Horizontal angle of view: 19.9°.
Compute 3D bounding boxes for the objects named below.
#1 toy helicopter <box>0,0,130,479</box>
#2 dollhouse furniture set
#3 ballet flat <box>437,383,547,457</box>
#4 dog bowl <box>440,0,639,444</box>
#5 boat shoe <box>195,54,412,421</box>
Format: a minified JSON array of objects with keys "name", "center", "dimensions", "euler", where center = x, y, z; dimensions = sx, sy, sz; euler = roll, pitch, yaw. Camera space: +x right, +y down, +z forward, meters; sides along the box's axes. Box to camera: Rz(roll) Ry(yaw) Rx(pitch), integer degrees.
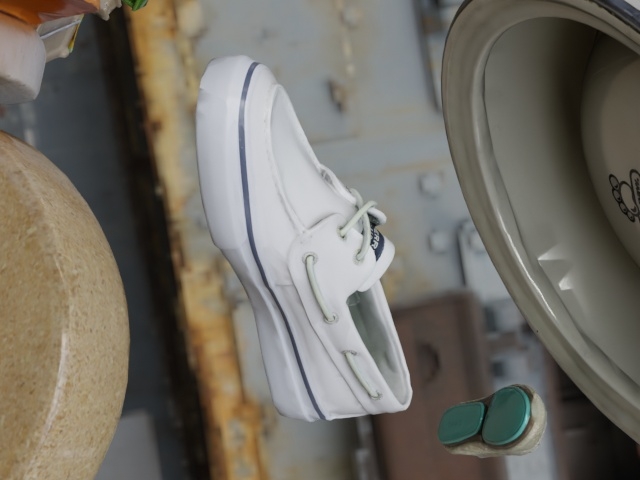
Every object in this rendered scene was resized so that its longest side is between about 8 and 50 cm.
[{"name":"toy helicopter","center":[-0.184,-0.022,0.617],"dimensions":[0.355,0.235,0.140],"euler":[38,13,38]},{"name":"dollhouse furniture set","center":[-0.176,-0.177,1.273],"dimensions":[0.151,0.058,0.076],"euler":[-37,162,-54]},{"name":"ballet flat","center":[0.148,0.145,1.437],"dimensions":[0.168,0.052,0.057],"euler":[-18,-127,69]},{"name":"dog bowl","center":[0.267,-0.033,1.308],"dimensions":[0.408,0.150,0.408],"euler":[48,-23,29]},{"name":"boat shoe","center":[0.000,0.000,0.905],"dimensions":[0.226,0.075,0.083],"euler":[73,23,-44]}]
